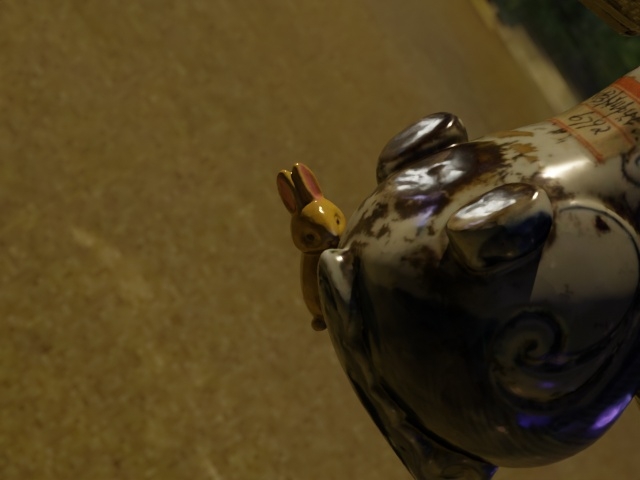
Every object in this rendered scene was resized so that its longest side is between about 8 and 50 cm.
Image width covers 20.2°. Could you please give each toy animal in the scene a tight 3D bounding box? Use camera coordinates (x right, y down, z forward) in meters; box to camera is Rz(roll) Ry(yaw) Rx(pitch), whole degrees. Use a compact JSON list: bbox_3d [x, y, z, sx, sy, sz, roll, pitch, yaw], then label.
[{"bbox_3d":[-0.001,0.002,1.717,0.070,0.083,0.159,18,-44,53],"label":"toy animal"}]

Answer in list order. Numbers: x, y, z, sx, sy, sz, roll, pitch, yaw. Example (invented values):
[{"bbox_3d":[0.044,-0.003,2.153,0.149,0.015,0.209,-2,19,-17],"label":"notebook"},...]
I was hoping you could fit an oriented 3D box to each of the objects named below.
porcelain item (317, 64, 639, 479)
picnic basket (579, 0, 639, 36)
[{"bbox_3d":[0.146,0.010,0.780,0.186,0.288,0.138,65,-9,-23],"label":"porcelain item"},{"bbox_3d":[0.158,-0.248,0.986,0.266,0.165,0.139,38,-13,-10],"label":"picnic basket"}]
